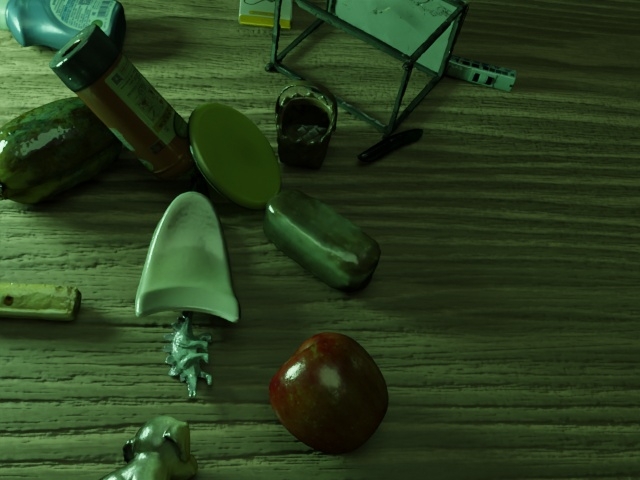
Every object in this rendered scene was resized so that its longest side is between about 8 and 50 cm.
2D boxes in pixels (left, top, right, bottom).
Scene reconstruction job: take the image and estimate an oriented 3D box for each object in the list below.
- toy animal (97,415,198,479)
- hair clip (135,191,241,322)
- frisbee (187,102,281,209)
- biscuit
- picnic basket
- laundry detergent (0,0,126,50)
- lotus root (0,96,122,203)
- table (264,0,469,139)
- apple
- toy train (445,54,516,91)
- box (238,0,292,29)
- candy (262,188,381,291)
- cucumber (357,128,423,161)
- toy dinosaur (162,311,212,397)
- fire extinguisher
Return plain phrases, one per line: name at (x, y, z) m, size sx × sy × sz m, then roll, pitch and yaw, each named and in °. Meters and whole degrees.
toy animal at (-0.269, 0.368, 1.065) m, size 0.233 × 0.121 × 0.168 m, roll -32°, pitch 49°, yaw -16°
hair clip at (-0.234, 0.035, 1.302) m, size 0.172 × 0.113 × 0.282 m, roll 4°, pitch 58°, yaw -14°
frisbee at (-0.160, -0.166, 1.423) m, size 0.236 × 0.017 × 0.236 m, roll 32°, pitch 41°, yaw -33°
biscuit at (-0.504, 0.104, 1.242) m, size 0.188 × 0.052 × 0.056 m, roll 2°, pitch 68°, yaw -7°
picnic basket at (-0.030, -0.245, 1.483) m, size 0.128 × 0.178 × 0.138 m, roll 10°, pitch 55°, yaw -2°
laundry detergent at (-0.580, -0.474, 1.610) m, size 0.289 × 0.094 × 0.143 m, roll 7°, pitch 61°, yaw -1°
lotus root at (-0.495, -0.180, 1.378) m, size 0.275 × 0.152 × 0.160 m, roll -32°, pitch 56°, yaw -29°
table at (0.095, -0.445, 1.617) m, size 0.335 × 0.222 × 0.272 m, roll 32°, pitch 57°, yaw 13°
apple at (0.014, 0.238, 1.165) m, size 0.168 × 0.181 × 0.181 m, roll 46°, pitch 58°, yaw -5°
toy train at (0.355, -0.401, 1.738) m, size 0.207 × 0.043 × 0.047 m, roll 15°, pitch 54°, yaw 1°
box at (-0.132, -0.595, 1.798) m, size 0.129 × 0.033 × 0.247 m, roll 5°, pitch 55°, yaw -7°
candy at (0.000, 0.000, 1.364) m, size 0.234 × 0.104 × 0.102 m, roll 39°, pitch 59°, yaw 17°
cucumber at (0.149, -0.206, 1.577) m, size 0.184 × 0.033 × 0.036 m, roll -28°, pitch 39°, yaw -26°
toy dinosaur at (-0.224, 0.172, 1.249) m, size 0.082 × 0.039 × 0.209 m, roll -3°, pitch 51°, yaw -2°
fire extinguisher at (-0.315, -0.238, 1.376) m, size 0.113 × 0.376 × 0.200 m, roll -18°, pitch 38°, yaw 31°
